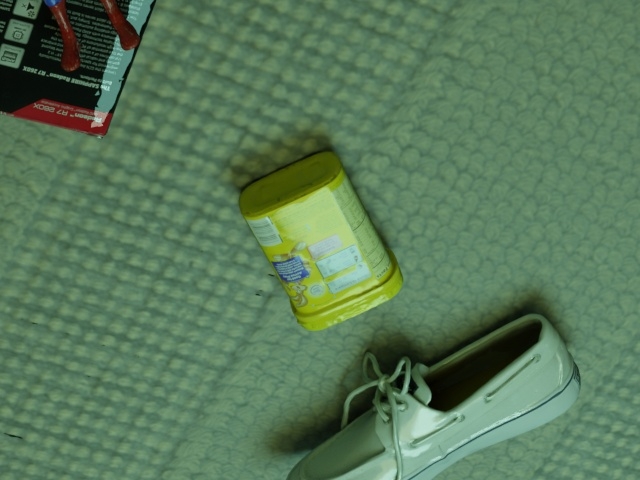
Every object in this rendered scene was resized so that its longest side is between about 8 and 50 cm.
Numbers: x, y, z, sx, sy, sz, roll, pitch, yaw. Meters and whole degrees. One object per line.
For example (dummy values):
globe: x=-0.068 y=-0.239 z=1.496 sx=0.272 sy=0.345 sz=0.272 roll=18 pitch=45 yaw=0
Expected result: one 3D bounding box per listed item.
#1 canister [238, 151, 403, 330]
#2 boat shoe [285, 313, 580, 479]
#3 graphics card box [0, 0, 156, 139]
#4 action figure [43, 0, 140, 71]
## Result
canister: x=0.000 y=0.000 z=2.108 sx=0.126 sy=0.073 sz=0.170 roll=-24 pitch=125 yaw=6
boat shoe: x=0.108 y=0.185 z=2.226 sx=0.367 sy=0.136 sz=0.156 roll=-25 pitch=127 yaw=4
graphics card box: x=-0.254 y=-0.289 z=1.833 sx=0.232 sy=0.094 sz=0.371 roll=13 pitch=123 yaw=-19
action figure: x=-0.238 y=-0.262 z=1.719 sx=0.091 sy=0.139 sz=0.280 roll=-21 pitch=124 yaw=2
